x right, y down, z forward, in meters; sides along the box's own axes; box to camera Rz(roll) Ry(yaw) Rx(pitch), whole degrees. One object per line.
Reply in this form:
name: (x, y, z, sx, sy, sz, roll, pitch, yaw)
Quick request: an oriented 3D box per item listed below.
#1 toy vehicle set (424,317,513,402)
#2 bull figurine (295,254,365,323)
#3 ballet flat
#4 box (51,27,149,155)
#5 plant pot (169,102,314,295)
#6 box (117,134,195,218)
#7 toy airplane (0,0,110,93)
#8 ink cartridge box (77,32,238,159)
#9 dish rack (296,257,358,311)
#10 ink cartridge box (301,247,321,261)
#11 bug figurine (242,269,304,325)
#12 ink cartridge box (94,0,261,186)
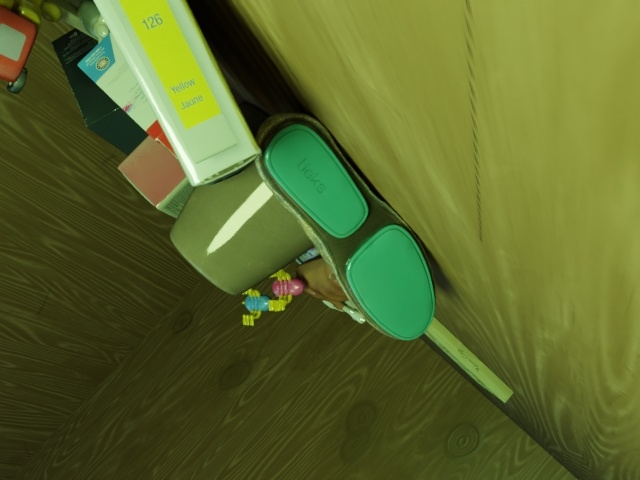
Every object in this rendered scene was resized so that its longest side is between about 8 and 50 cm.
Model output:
toy vehicle set: (0.352, 0.287, 1.166, 0.267, 0.035, 0.166, 43, 177, 2)
bull figurine: (0.062, 0.074, 0.859, 0.188, 0.101, 0.310, 38, 160, -17)
ballet flat: (0.034, -0.016, 0.524, 0.316, 0.107, 0.106, 56, 176, -26)
box: (-0.605, -0.445, 1.427, 0.312, 0.179, 0.343, 63, -178, 13)
plant pot: (-0.109, -0.045, 0.726, 0.263, 0.229, 0.263, 44, 178, 2)
box: (-0.260, -0.169, 0.929, 0.127, 0.232, 0.148, 43, 177, 11)
toy airplane: (-0.618, -0.527, 0.917, 0.384, 0.272, 0.386, 54, -149, -14)
ink cartridge box: (-0.243, -0.234, 0.718, 0.231, 0.134, 0.078, 44, 177, 8)
dish rack: (0.007, 0.021, 1.166, 0.333, 0.072, 0.285, 44, -166, -6)
ink cartridge box: (0.000, 0.000, 1.018, 0.181, 0.104, 0.061, 43, 141, -8)
bug figurine: (-0.107, 0.038, 0.943, 0.072, 0.279, 0.216, 0, 179, -38)
ink cartridge box: (-0.160, -0.200, 0.437, 0.307, 0.072, 0.303, 66, 173, -11)
